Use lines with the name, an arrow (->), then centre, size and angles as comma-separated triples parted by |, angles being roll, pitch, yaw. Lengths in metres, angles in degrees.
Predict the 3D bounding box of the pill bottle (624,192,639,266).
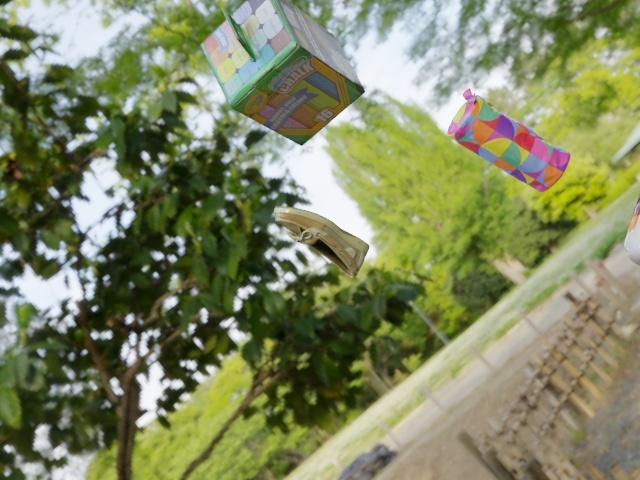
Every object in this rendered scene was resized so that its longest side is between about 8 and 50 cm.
pill bottle -> 0.296, -0.075, 0.598 | 0.121, 0.121, 0.221 | 36, -106, -81

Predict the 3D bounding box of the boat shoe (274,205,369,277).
boat shoe -> -0.001, 0.000, 1.158 | 0.056, 0.153, 0.048 | 6, 72, 50

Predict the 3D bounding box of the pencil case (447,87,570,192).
pencil case -> 0.357, -0.188, 1.695 | 0.104, 0.236, 0.104 | -55, 8, 12

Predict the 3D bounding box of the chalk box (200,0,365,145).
chalk box -> -0.066, -0.245, 1.227 | 0.132, 0.132, 0.213 | -38, -34, 22
